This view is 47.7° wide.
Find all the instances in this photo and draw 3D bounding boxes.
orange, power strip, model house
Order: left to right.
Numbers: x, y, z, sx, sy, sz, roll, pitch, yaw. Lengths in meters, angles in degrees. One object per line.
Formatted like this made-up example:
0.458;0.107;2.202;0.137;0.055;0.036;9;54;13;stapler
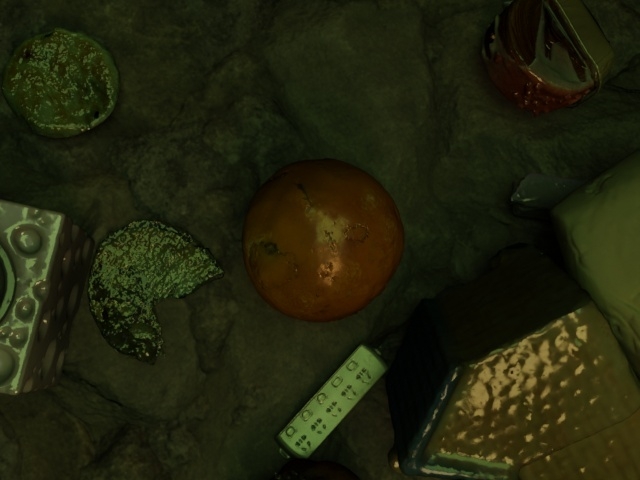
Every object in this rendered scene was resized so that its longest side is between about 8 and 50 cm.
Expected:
0.000;0.000;1.081;0.246;0.246;0.246;1;81;-7;orange
0.027;0.249;1.157;0.060;0.027;0.252;43;79;4;power strip
0.280;0.260;1.068;0.343;0.334;0.382;-31;101;7;model house

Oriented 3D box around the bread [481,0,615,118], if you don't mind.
0.386;-0.327;1.233;0.212;0.142;0.224;-31;88;-28;bread

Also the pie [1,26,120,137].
-0.416;-0.253;1.168;0.187;0.041;0.186;1;82;-7;pie

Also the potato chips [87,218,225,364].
-0.272;0.077;1.148;0.202;0.029;0.219;23;77;-3;potato chips

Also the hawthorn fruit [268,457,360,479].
-0.015;0.449;1.046;0.208;0.208;0.248;-15;98;-9;hawthorn fruit

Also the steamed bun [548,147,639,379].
0.582;0.061;1.042;0.371;0.290;0.455;-37;52;15;steamed bun

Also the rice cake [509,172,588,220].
0.509;-0.054;1.249;0.399;0.064;0.070;9;71;-6;rice cake

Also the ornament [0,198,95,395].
-0.479;0.071;1.011;0.240;0.240;0.239;12;79;-6;ornament
